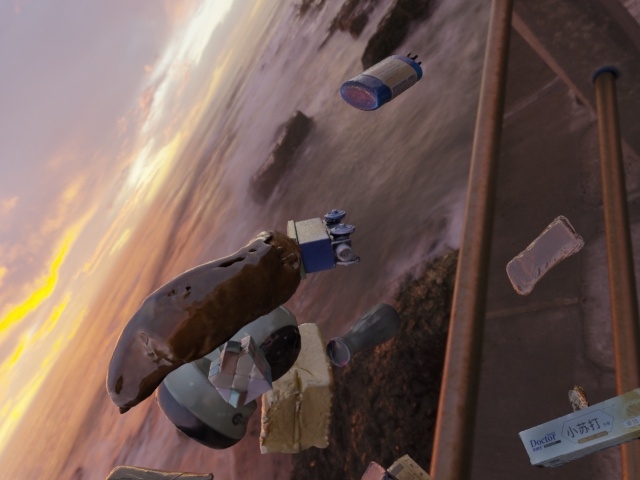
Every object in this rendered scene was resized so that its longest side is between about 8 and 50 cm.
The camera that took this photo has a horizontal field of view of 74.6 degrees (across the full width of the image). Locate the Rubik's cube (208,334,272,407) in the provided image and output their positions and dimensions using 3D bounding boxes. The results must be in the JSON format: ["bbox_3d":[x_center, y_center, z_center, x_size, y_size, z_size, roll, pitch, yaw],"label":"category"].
[{"bbox_3d":[-0.113,0.174,0.563,0.073,0.084,0.075,-32,-2,-1],"label":"Rubik's cube"}]

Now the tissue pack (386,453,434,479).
[{"bbox_3d":[0.302,0.819,1.350,0.222,0.186,0.090,33,110,32],"label":"tissue pack"}]

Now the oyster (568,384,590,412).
[{"bbox_3d":[0.706,0.456,1.123,0.086,0.029,0.132,91,176,-74],"label":"oyster"}]

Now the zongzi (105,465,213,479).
[{"bbox_3d":[-0.273,0.382,0.673,0.178,0.189,0.081,-63,-2,26],"label":"zongzi"}]

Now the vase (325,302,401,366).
[{"bbox_3d":[0.092,0.203,0.901,0.086,0.086,0.214,-46,-17,31],"label":"vase"}]

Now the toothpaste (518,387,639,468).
[{"bbox_3d":[0.648,0.457,1.010,0.313,0.071,0.089,-37,40,26],"label":"toothpaste"}]

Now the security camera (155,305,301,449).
[{"bbox_3d":[-0.161,0.238,0.827,0.191,0.197,0.277,30,77,35],"label":"security camera"}]

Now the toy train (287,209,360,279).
[{"bbox_3d":[0.000,0.000,1.244,0.299,0.202,0.131,-109,8,-74],"label":"toy train"}]

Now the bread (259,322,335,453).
[{"bbox_3d":[-0.102,0.585,1.688,0.390,0.280,0.370,-104,17,-61],"label":"bread"}]

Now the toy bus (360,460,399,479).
[{"bbox_3d":[0.041,0.503,0.616,0.317,0.138,0.112,-52,-6,-15],"label":"toy bus"}]

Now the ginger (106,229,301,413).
[{"bbox_3d":[-0.122,0.072,0.529,0.133,0.107,0.309,-20,11,44],"label":"ginger"}]

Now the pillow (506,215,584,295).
[{"bbox_3d":[0.556,0.040,1.062,0.211,0.034,0.135,-56,19,32],"label":"pillow"}]

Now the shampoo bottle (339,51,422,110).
[{"bbox_3d":[0.122,-0.294,0.767,0.183,0.087,0.050,-41,-35,-33],"label":"shampoo bottle"}]
